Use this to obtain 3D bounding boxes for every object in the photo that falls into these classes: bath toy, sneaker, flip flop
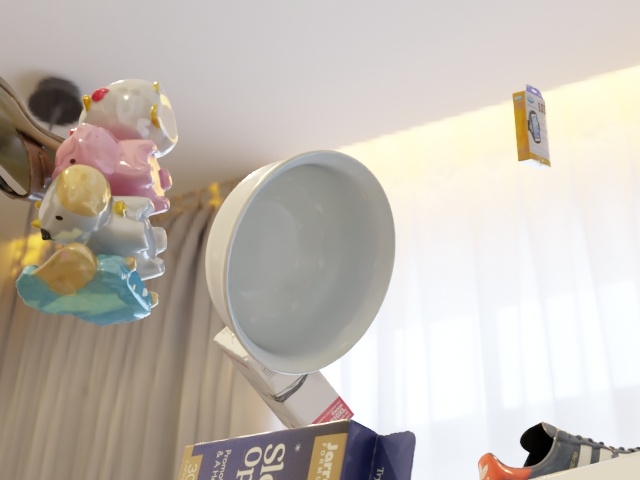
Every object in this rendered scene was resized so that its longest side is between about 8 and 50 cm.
[{"bbox_3d":[-0.245,-0.062,1.287,0.129,0.348,0.151,-11,-49,10],"label":"bath toy"},{"bbox_3d":[0.389,0.329,1.711,0.350,0.148,0.131,-11,-23,-27],"label":"sneaker"},{"bbox_3d":[-0.348,-0.095,1.316,0.112,0.080,0.277,-10,-41,27],"label":"flip flop"}]

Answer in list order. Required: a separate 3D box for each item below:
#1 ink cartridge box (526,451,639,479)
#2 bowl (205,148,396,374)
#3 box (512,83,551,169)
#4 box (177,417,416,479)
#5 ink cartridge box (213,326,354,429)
[{"bbox_3d":[0.215,0.309,0.733,0.121,0.211,0.289,-15,-80,8],"label":"ink cartridge box"},{"bbox_3d":[-0.047,0.018,1.524,0.134,0.298,0.298,17,-18,46],"label":"bowl"},{"bbox_3d":[0.355,-0.192,1.934,0.028,0.136,0.081,-13,-15,34],"label":"box"},{"bbox_3d":[-0.033,0.203,0.817,0.225,0.136,0.036,-17,-39,42],"label":"box"},{"bbox_3d":[-0.069,0.251,2.120,0.237,0.100,0.172,53,-15,-22],"label":"ink cartridge box"}]
